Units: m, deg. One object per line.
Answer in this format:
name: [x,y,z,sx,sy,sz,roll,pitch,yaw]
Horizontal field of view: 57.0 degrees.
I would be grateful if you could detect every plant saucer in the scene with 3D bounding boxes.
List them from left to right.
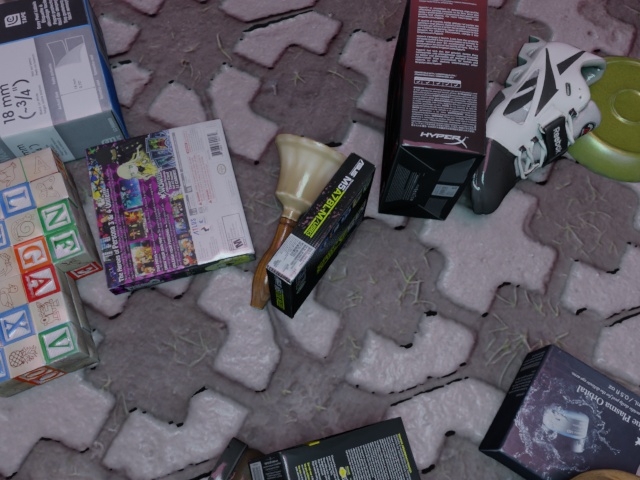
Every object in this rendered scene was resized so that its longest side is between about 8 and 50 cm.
plant saucer: [0.498,-0.210,0.960,0.241,0.037,0.240,1,69,-1]

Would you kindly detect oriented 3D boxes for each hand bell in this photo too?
hand bell: [-0.050,-0.017,0.851,0.126,0.126,0.241,20,84,5]

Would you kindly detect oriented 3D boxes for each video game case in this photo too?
video game case: [-0.223,-0.055,0.873,0.211,0.042,0.231,-15,71,-7]

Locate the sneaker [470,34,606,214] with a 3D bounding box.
sneaker: [0.329,-0.172,0.877,0.146,0.122,0.330,20,70,27]

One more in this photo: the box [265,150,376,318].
box: [0.000,0.000,0.787,0.045,0.184,0.190,32,71,12]

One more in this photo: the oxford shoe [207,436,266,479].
oxford shoe: [-0.118,0.362,0.703,0.096,0.082,0.227,26,71,5]

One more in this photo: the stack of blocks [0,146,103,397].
stack of blocks: [-0.398,0.040,0.807,0.171,0.087,0.297,-21,72,-10]

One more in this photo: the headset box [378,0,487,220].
headset box: [0.158,-0.206,0.850,0.110,0.218,0.293,7,71,0]

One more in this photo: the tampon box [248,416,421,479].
tampon box: [0.017,0.282,0.690,0.161,0.120,0.101,-6,69,-29]

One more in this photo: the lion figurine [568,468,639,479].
lion figurine: [0.256,0.363,0.631,0.392,0.142,0.240,-38,73,-16]

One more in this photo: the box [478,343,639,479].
box: [0.317,0.244,0.757,0.156,0.093,0.158,31,73,9]

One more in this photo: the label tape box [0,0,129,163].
label tape box: [-0.489,-0.223,0.892,0.334,0.106,0.240,-17,71,-8]
